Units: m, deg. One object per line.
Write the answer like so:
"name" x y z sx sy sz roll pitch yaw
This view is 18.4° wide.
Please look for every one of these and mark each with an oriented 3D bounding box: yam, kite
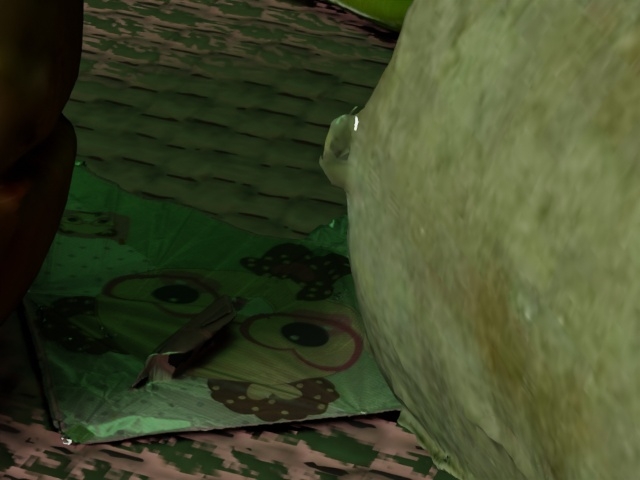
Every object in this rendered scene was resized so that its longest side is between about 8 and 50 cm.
"yam" 0.139 0.038 0.324 0.195 0.195 0.300 -7 28 -22
"kite" 0.000 0.001 0.576 0.229 0.012 0.250 20 29 27

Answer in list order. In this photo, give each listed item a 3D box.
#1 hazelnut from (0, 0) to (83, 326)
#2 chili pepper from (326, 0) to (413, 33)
"hazelnut" -0.150 -0.051 0.486 0.208 0.208 0.208 3 27 -2
"chili pepper" 0.020 -0.108 0.753 0.201 0.050 0.052 24 49 39
